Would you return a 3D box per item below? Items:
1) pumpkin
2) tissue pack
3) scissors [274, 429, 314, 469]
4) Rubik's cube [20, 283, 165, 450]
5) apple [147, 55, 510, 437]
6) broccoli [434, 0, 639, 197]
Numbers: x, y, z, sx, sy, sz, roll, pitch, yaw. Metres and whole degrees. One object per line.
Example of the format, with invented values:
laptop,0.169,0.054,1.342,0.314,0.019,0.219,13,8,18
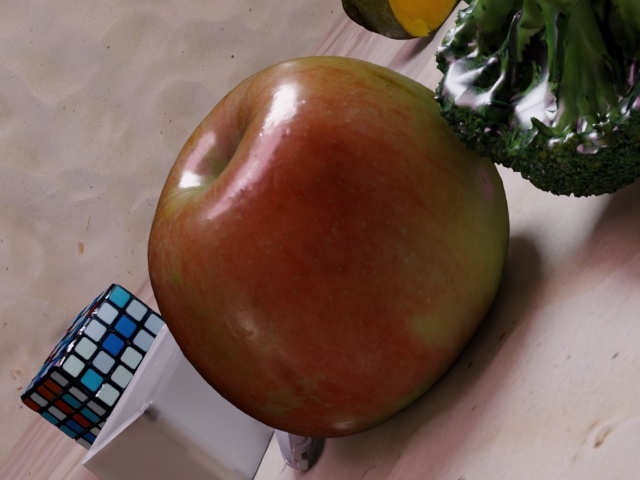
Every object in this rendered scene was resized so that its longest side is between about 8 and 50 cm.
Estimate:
pumpkin,0.182,-0.487,2.023,0.139,0.222,0.317,21,71,49
tissue pack,-0.133,0.176,1.298,0.159,0.136,0.246,-41,16,40
scissors,-0.034,0.149,1.165,0.242,0.118,0.030,-103,11,-62
Rubik's cube,-0.323,0.207,1.789,0.182,0.187,0.184,-35,18,53
apple,0.000,0.000,0.990,0.319,0.277,0.319,-47,14,16
broccoli,0.196,-0.189,0.834,0.298,0.297,0.297,-20,43,20
